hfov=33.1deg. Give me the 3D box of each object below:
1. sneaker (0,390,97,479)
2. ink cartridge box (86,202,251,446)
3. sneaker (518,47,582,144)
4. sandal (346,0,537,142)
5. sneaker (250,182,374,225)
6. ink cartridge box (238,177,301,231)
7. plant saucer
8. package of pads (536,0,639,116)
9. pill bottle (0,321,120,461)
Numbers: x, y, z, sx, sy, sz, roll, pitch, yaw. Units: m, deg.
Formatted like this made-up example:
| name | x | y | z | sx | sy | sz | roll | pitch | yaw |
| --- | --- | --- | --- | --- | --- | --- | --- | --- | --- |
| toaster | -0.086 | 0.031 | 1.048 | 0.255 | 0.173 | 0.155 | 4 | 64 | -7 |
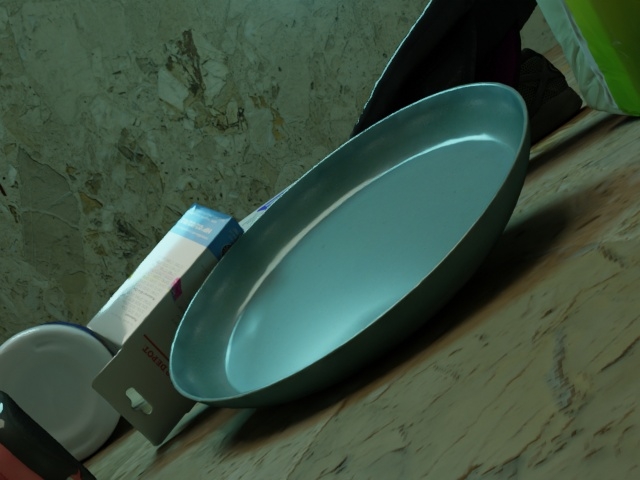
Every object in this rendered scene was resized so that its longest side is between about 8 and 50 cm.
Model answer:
| name | x | y | z | sx | sy | sz | roll | pitch | yaw |
| --- | --- | --- | --- | --- | --- | --- | --- | --- | --- |
| sneaker | -0.281 | 0.225 | 0.896 | 0.136 | 0.116 | 0.314 | -48 | 3 | -30 |
| ink cartridge box | -0.123 | 0.071 | 0.924 | 0.061 | 0.104 | 0.181 | 20 | 63 | 45 |
| sneaker | 0.176 | -0.141 | 1.237 | 0.227 | 0.130 | 0.087 | -37 | 2 | -3 |
| sandal | 0.141 | -0.153 | 1.058 | 0.167 | 0.107 | 0.446 | -16 | -38 | -52 |
| sneaker | 0.010 | 0.027 | 0.996 | 0.290 | 0.105 | 0.123 | -15 | 50 | 60 |
| ink cartridge box | 0.000 | 0.000 | 1.260 | 0.208 | 0.045 | 0.206 | 11 | 35 | 36 |
| plant saucer | 0.024 | 0.007 | 0.775 | 0.317 | 0.044 | 0.318 | -35 | 20 | 15 |
| package of pads | 0.275 | -0.287 | 0.912 | 0.229 | 0.297 | 0.101 | -34 | 16 | -14 |
| pill bottle | -0.305 | 0.170 | 1.249 | 0.152 | 0.152 | 0.272 | -35 | 4 | -10 |
